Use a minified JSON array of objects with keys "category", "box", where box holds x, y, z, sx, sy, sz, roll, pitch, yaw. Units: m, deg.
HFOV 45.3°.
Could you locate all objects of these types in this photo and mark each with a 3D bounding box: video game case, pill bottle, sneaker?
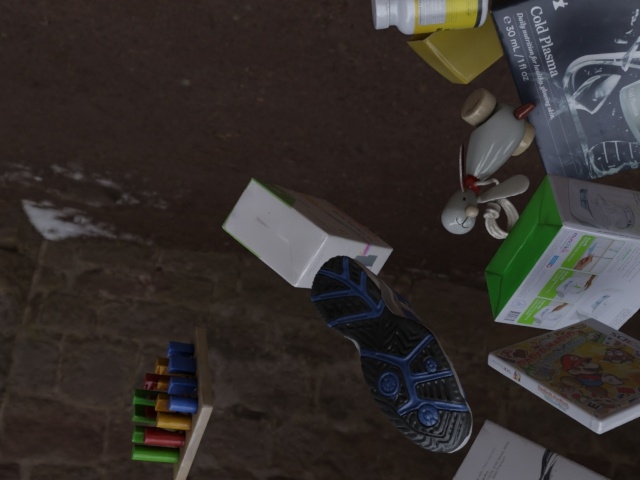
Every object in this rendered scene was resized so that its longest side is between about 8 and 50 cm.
[{"category":"video game case","box":[0.396,0.185,1.108,0.227,0.026,0.206,-13,-155,-29]},{"category":"pill bottle","box":[0.181,-0.402,1.289,0.184,0.103,0.103,-6,165,0]},{"category":"sneaker","box":[0.075,0.097,0.694,0.080,0.211,0.081,-45,143,17]}]

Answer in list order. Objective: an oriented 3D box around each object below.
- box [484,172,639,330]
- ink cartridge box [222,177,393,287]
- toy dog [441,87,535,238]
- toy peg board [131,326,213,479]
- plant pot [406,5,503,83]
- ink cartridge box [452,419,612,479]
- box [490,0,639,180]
[{"category":"box","box":[0.443,0.037,1.303,0.231,0.126,0.262,8,138,-10]},{"category":"ink cartridge box","box":[0.000,0.000,1.519,0.207,0.119,0.353,37,-168,27]},{"category":"toy dog","box":[0.373,-0.176,1.627,0.220,0.333,0.161,9,166,-21]},{"category":"toy peg board","box":[-0.217,0.229,1.092,0.079,0.161,0.160,10,122,-20]},{"category":"plant pot","box":[0.413,-0.580,2.265,0.187,0.212,0.212,51,-178,-16]},{"category":"ink cartridge box","box":[0.504,0.555,1.556,0.395,0.166,0.285,21,161,40]},{"category":"box","box":[0.695,-0.433,1.754,0.472,0.297,0.479,-15,118,25]}]
